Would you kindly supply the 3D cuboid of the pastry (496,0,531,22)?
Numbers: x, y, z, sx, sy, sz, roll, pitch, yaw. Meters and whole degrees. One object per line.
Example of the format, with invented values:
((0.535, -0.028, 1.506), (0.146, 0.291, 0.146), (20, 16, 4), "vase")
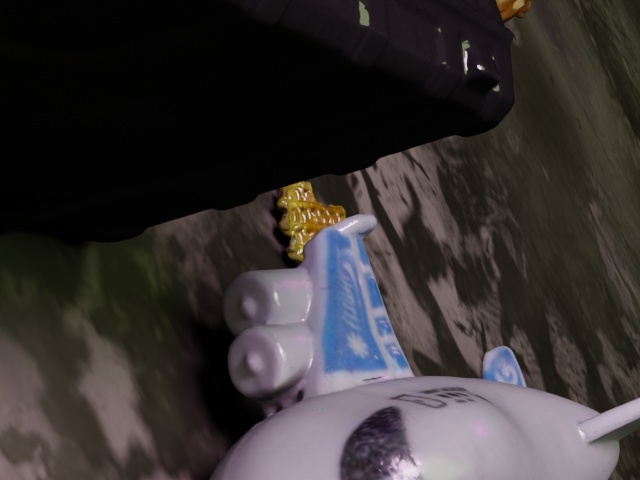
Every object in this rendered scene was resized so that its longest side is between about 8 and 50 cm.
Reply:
((0.073, -0.293, 1.133), (0.311, 0.162, 0.255), (44, 29, -46), "pastry")

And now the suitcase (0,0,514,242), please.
((-0.071, -0.061, 0.508), (0.285, 0.206, 0.066), (11, 67, -65), "suitcase")

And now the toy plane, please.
((0.056, 0.111, 0.699), (0.267, 0.122, 0.267), (26, 43, -27), "toy plane")

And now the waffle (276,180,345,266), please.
((-0.001, 0.001, 0.861), (0.085, 0.016, 0.078), (45, 30, -42), "waffle")
